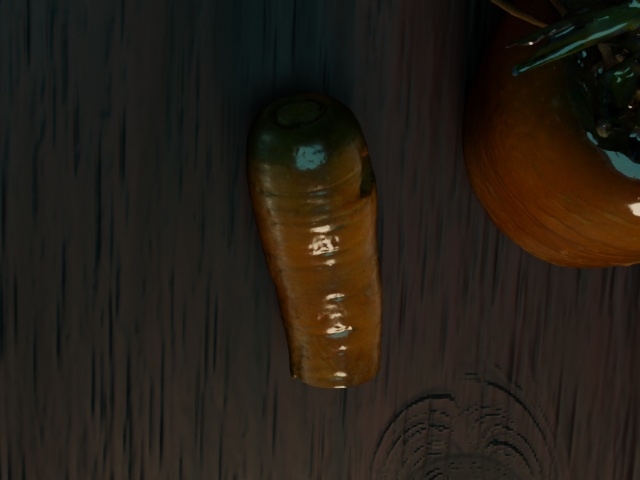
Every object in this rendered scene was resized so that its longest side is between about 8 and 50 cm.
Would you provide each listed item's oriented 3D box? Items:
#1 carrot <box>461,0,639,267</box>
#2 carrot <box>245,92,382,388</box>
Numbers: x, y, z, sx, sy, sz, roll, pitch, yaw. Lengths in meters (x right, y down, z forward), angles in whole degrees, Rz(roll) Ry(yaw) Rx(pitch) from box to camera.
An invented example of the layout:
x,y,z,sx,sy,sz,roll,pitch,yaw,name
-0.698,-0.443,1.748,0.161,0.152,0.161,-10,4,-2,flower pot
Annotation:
x,y,z,sx,sy,sz,roll,pitch,yaw,name
0.189,-0.092,0.926,0.193,0.331,0.214,-20,90,-3,carrot
0.000,0.000,1.018,0.087,0.087,0.193,-12,120,-5,carrot
